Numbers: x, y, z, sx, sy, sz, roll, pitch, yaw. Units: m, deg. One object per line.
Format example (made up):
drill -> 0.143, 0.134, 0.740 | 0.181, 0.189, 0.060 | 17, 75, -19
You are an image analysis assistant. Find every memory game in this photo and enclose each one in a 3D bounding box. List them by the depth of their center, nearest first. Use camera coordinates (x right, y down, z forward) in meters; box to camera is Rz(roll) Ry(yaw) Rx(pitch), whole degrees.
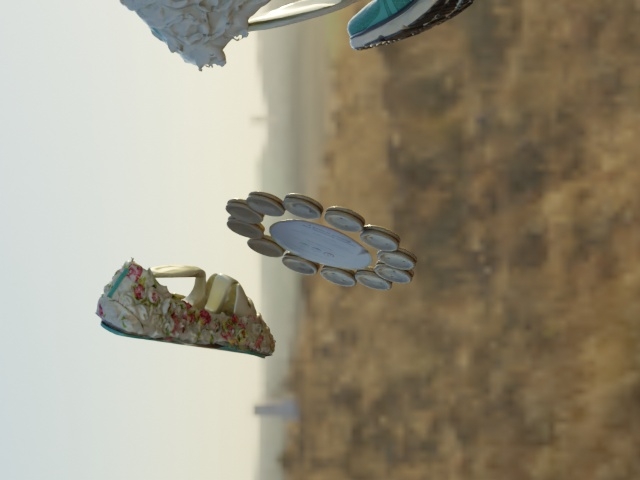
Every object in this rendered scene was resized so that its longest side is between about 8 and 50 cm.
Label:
memory game -> 0.000, 0.000, 1.705 | 0.186, 0.186, 0.012 | 94, -166, -69

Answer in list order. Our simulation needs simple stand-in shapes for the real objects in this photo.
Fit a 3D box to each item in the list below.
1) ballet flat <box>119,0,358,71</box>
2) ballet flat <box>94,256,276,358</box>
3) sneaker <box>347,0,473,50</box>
ballet flat -> 0.036, -0.261, 1.411 | 0.147, 0.409, 0.147 | 59, 177, 5
ballet flat -> -0.116, 0.066, 1.812 | 0.241, 0.091, 0.077 | 14, -84, -54
sneaker -> 0.115, -0.286, 1.884 | 0.275, 0.107, 0.110 | -42, 77, 42
